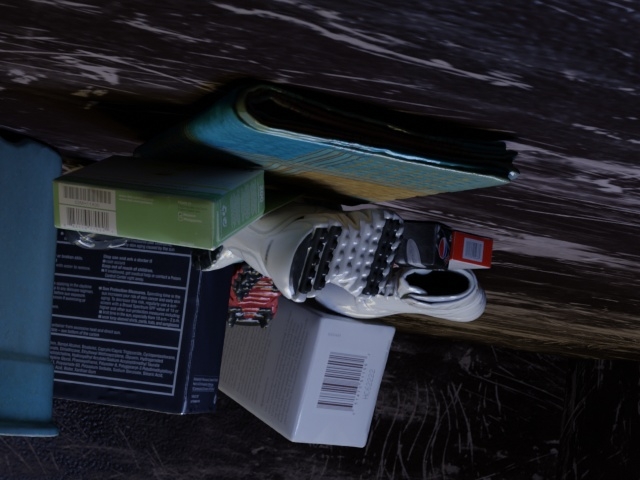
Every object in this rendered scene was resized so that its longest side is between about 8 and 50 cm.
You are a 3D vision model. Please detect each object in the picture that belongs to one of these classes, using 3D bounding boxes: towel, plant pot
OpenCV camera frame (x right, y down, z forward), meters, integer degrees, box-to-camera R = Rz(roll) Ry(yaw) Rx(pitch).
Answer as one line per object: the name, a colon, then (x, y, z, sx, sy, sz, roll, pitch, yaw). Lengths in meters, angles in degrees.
towel: (-0.013, -0.083, 1.230, 0.272, 0.040, 0.370, 11, 174, -21)
plant pot: (-0.449, 0.042, 1.469, 0.341, 0.334, 0.341, 8, 172, 1)

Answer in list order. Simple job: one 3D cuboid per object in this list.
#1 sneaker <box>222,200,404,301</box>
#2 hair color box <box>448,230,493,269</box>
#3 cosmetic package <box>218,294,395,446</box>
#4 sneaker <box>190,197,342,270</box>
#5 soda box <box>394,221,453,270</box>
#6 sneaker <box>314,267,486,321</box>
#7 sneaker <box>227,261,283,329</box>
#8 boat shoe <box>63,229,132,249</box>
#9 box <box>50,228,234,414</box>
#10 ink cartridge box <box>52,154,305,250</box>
sneaker: (0.000, 0.000, 1.388, 0.118, 0.110, 0.292, 21, -173, 27)
hair color box: (0.171, 0.015, 1.782, 0.072, 0.043, 0.141, 12, 171, -32)
cosmetic package: (-0.069, 0.198, 2.342, 0.162, 0.230, 0.453, 10, -173, -33)
sneaker: (-0.072, -0.013, 1.565, 0.122, 0.110, 0.283, 7, 174, -28)
soda box: (0.091, 0.005, 1.713, 0.169, 0.060, 0.053, 3, 171, 30)
sneaker: (0.120, 0.066, 2.069, 0.293, 0.108, 0.169, 2, 165, 11)
sneaker: (-0.099, 0.040, 1.993, 0.098, 0.135, 0.276, 5, 157, -11)
boat shoe: (-0.270, -0.028, 1.617, 0.084, 0.079, 0.233, 46, -176, 2)
box: (-0.289, 0.086, 1.816, 0.296, 0.294, 0.183, 6, 175, 11)
ink cartridge box: (-0.133, -0.053, 1.261, 0.171, 0.056, 0.235, 7, -161, 19)
